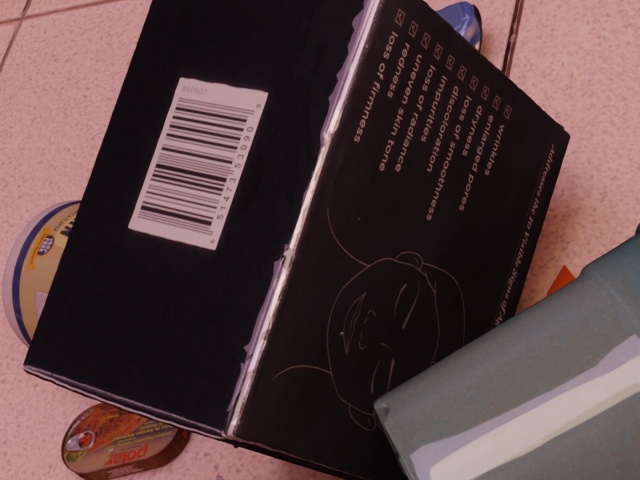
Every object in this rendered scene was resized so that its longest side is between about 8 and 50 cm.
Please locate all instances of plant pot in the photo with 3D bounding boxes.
[{"bbox_3d":[0.250,0.197,1.476,0.334,0.341,0.341,-25,45,-3],"label":"plant pot"}]

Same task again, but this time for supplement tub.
[{"bbox_3d":[-0.241,0.073,2.019,0.316,0.228,0.228,10,62,38],"label":"supplement tub"}]

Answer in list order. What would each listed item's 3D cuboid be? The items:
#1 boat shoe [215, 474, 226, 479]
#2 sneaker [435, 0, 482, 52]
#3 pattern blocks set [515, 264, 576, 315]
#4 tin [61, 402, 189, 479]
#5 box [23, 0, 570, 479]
[{"bbox_3d":[-0.096,0.353,1.787,0.367,0.136,0.156,-34,41,19],"label":"boat shoe"},{"bbox_3d":[0.071,-0.251,2.132,0.330,0.147,0.130,-25,46,13],"label":"sneaker"},{"bbox_3d":[0.184,0.091,1.865,0.285,0.026,0.325,-2,57,27],"label":"pattern blocks set"},{"bbox_3d":[-0.258,0.261,2.019,0.189,0.040,0.106,-16,45,23],"label":"tin"},{"bbox_3d":[0.000,0.000,1.654,0.297,0.472,0.480,13,80,36],"label":"box"}]
